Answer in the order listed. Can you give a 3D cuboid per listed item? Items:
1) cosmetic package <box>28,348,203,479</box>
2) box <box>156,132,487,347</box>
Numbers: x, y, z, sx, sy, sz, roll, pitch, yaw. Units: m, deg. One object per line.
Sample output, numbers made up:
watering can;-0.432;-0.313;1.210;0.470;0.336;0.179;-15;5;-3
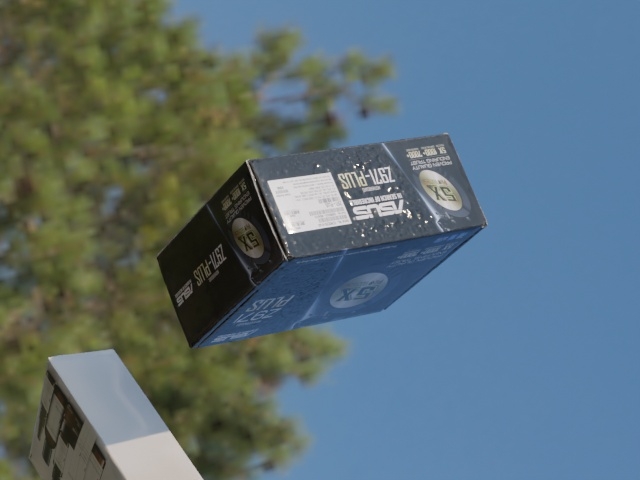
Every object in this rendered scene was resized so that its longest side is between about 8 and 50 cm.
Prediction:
cosmetic package;-0.133;0.187;1.406;0.239;0.060;0.099;48;-45;44
box;0.000;0.000;1.395;0.147;0.180;0.077;-42;-116;49
